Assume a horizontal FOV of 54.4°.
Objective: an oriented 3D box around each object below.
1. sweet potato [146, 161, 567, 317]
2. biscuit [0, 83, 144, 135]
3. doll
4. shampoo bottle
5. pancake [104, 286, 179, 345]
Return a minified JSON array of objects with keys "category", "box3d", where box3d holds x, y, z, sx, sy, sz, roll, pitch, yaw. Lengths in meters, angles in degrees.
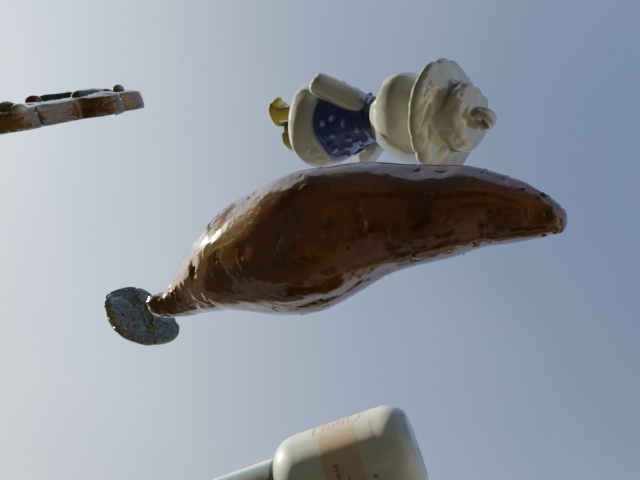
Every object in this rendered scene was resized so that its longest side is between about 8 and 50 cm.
[{"category":"sweet potato","box3d":[-0.005,0.000,0.487,0.359,0.112,0.112,-20,-77,25]},{"category":"biscuit","box3d":[-0.377,-0.191,0.898,0.196,0.301,0.049,2,-72,28]},{"category":"doll","box3d":[0.060,-0.134,0.691,0.293,0.119,0.138,8,-35,43]},{"category":"shampoo bottle","box3d":[-0.016,0.188,0.480,0.192,0.074,0.074,-20,-76,5]},{"category":"pancake","box3d":[-0.238,0.101,0.828,0.108,0.108,0.017,39,-69,4]}]
